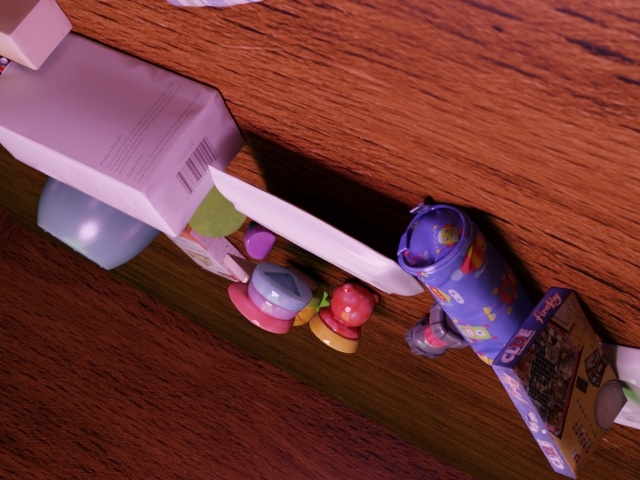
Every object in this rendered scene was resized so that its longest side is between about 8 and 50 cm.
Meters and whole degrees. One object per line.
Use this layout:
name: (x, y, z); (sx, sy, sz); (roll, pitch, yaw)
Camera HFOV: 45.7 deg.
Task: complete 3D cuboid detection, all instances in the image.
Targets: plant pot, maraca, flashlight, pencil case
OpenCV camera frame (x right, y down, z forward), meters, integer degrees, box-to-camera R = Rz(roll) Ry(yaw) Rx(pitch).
plant pot: (-0.486, -0.079, 1.698); (0.293, 0.235, 0.293); (32, 168, 7)
maraca: (-0.056, 0.151, 1.879); (0.127, 0.099, 0.186); (36, 136, -20)
flashlight: (0.227, 0.167, 1.438); (0.103, 0.103, 0.304); (57, 165, 8)
pencil case: (0.226, 0.074, 1.144); (0.133, 0.119, 0.306); (-7, 140, 38)

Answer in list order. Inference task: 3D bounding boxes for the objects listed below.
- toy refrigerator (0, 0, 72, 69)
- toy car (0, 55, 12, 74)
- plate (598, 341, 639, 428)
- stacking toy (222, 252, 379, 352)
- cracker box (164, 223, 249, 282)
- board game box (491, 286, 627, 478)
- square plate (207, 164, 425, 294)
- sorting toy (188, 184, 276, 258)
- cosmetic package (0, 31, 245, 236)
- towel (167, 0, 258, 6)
toy refrigerator: (-0.555, -0.383, 1.263); (0.270, 0.102, 0.094); (24, 161, 21)
toy car: (-0.710, -0.429, 1.484); (0.239, 0.053, 0.225); (25, 161, 20)
plate: (0.502, 0.255, 1.296); (0.278, 0.045, 0.277); (42, 159, -28)
stacking toy: (-0.045, 0.089, 1.634); (0.309, 0.130, 0.279); (19, -158, -35)
cracker box: (-0.302, 0.008, 1.944); (0.156, 0.067, 0.232); (16, 157, 42)
board game box: (0.363, 0.213, 1.136); (0.042, 0.165, 0.243); (7, 136, 54)
square plate: (0.000, 0.000, 1.296); (0.347, 0.049, 0.344); (28, 179, 18)
sorting toy: (-0.237, -0.101, 1.545); (0.365, 0.127, 0.126); (40, -170, -31)
cosmetic package: (-0.353, -0.189, 1.265); (0.385, 0.217, 0.156); (26, 161, 24)
towel: (-0.180, -0.332, 0.812); (0.209, 0.034, 0.285); (42, 172, -31)
